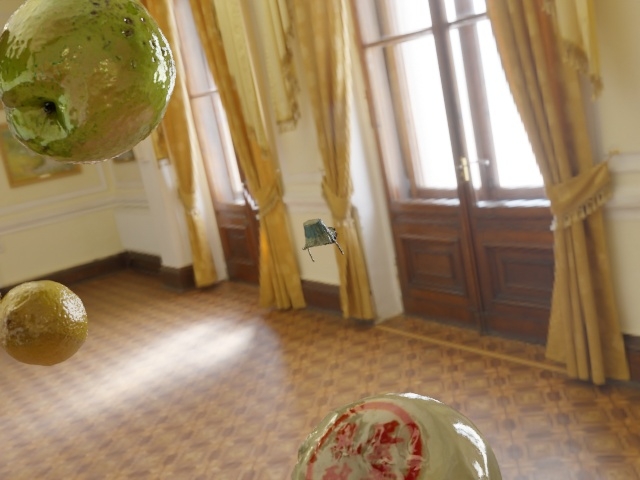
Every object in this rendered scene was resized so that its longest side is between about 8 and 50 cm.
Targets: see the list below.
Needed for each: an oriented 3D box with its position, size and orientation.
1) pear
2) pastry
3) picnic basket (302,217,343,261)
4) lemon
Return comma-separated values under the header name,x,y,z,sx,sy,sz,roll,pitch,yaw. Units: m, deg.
name,x,y,z,sx,sy,sz,roll,pitch,yaw
pear,-0.498,-0.336,1.456,0.391,0.390,0.391,-11,11,2
pastry,0.084,0.297,0.809,0.265,0.133,0.264,-22,44,23
picnic basket,0.000,0.000,1.264,0.065,0.083,0.083,-13,19,23
lemon,-0.617,0.186,1.535,0.188,0.188,0.256,-10,-20,5
